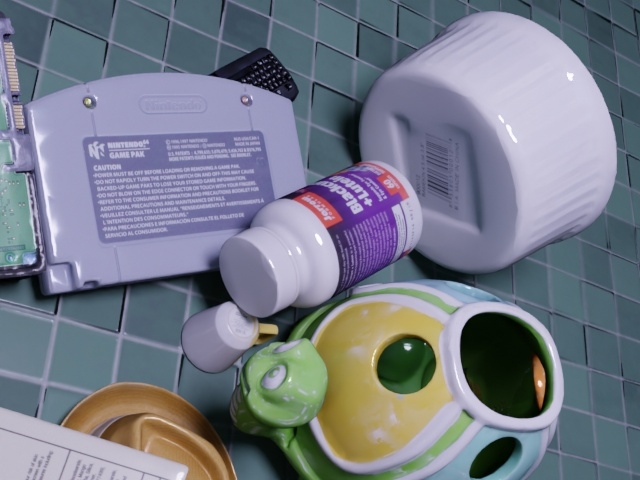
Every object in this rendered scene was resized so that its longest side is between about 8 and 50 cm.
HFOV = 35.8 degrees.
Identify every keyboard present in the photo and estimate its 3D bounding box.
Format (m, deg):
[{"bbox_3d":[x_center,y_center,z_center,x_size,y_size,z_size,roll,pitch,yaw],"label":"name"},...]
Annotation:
[{"bbox_3d":[-0.084,-0.146,1.072,0.100,0.038,0.192,53,49,-4],"label":"keyboard"}]

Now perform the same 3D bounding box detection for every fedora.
[{"bbox_3d":[-0.135,0.206,0.835,0.194,0.079,0.194,17,59,-30],"label":"fedora"}]

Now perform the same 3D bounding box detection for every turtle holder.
[{"bbox_3d":[0.075,0.131,0.929,0.320,0.227,0.243,34,53,-19],"label":"turtle holder"}]

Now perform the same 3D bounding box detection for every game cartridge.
[{"bbox_3d":[-0.143,-0.062,0.952,0.294,0.060,0.196,-7,89,-39],"label":"game cartridge"}]

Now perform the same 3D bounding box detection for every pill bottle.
[{"bbox_3d":[0.000,0.000,0.949,0.193,0.108,0.108,-28,86,-40],"label":"pill bottle"}]

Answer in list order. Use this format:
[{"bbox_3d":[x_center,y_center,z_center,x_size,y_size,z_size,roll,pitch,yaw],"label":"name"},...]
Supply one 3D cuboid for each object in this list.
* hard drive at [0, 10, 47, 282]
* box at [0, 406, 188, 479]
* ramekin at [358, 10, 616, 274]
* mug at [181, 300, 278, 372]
[{"bbox_3d":[-0.393,-0.067,0.755,0.339,0.064,0.237,-8,87,-38],"label":"hard drive"},{"bbox_3d":[-0.227,0.204,0.685,0.232,0.127,0.148,19,63,-6],"label":"box"},{"bbox_3d":[0.169,-0.097,1.086,0.135,0.277,0.277,-31,88,-32],"label":"ramekin"},{"bbox_3d":[-0.085,0.084,0.942,0.078,0.064,0.062,-34,90,-42],"label":"mug"}]
